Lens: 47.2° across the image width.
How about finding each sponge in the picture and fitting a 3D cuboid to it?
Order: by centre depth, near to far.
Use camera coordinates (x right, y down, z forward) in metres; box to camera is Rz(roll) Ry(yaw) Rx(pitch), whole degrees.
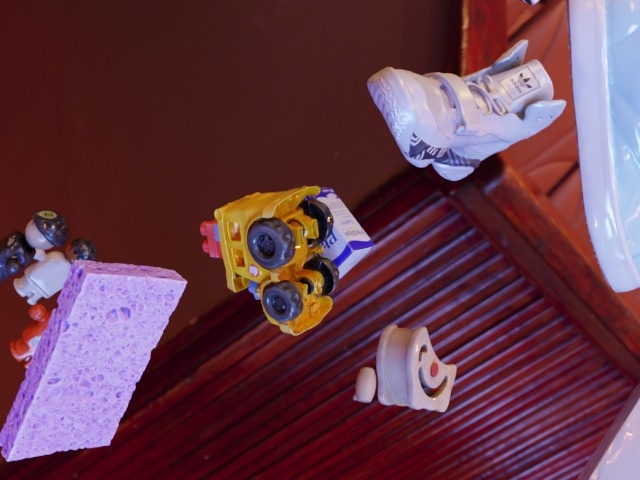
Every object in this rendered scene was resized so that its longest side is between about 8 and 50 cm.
[{"bbox_3d":[-0.223,0.119,0.719,0.031,0.210,0.117,36,16,36],"label":"sponge"}]

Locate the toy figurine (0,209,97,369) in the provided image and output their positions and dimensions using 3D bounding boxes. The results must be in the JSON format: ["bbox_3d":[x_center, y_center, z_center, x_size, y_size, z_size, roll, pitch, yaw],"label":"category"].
[{"bbox_3d":[-0.377,0.077,1.076,0.213,0.148,0.209,54,-2,15],"label":"toy figurine"}]

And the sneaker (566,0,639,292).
[{"bbox_3d":[0.358,-0.104,0.791,0.135,0.150,0.366,-58,138,-53],"label":"sneaker"}]

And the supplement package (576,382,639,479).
[{"bbox_3d":[0.564,0.367,1.114,0.262,0.204,0.145,34,-11,20],"label":"supplement package"}]

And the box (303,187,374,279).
[{"bbox_3d":[0.000,0.000,1.277,0.137,0.126,0.072,53,31,17],"label":"box"}]

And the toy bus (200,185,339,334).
[{"bbox_3d":[-0.095,0.028,1.191,0.149,0.211,0.220,-32,118,-55],"label":"toy bus"}]

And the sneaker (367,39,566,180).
[{"bbox_3d":[0.211,-0.200,1.028,0.366,0.210,0.137,12,50,-65],"label":"sneaker"}]

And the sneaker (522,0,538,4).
[{"bbox_3d":[0.315,-0.464,1.196,0.170,0.071,0.068,36,7,-31],"label":"sneaker"}]

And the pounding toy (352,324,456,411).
[{"bbox_3d":[0.146,0.246,1.436,0.269,0.154,0.154,24,70,-54],"label":"pounding toy"}]
